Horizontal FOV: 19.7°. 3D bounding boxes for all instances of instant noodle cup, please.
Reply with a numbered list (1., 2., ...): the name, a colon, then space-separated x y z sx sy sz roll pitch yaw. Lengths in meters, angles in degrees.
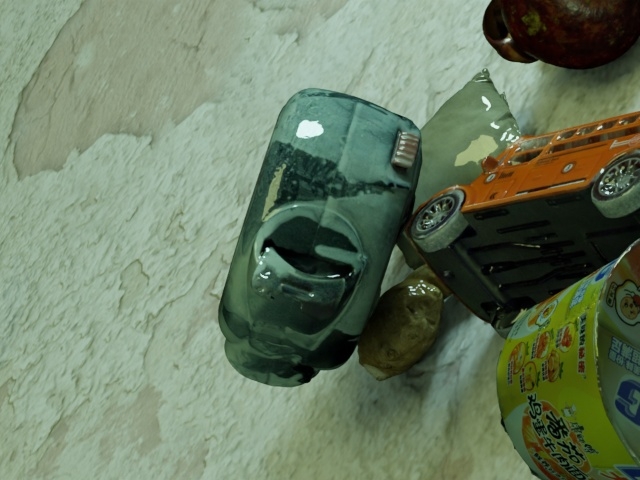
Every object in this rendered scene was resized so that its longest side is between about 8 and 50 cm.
1. instant noodle cup: 0.239 0.106 1.373 0.153 0.205 0.205 -27 38 57

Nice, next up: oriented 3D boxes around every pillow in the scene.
1. pillow: 0.132 -0.067 1.814 0.181 0.078 0.134 -45 37 17

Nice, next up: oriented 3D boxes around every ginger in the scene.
1. ginger: 0.094 0.064 1.739 0.165 0.067 0.096 -48 7 14

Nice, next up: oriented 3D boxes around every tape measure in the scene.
1. tape measure: 0.000 0.000 1.695 0.256 0.147 0.275 111 177 -60

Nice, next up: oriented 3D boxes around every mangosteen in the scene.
1. mangosteen: 0.237 -0.241 1.779 0.181 0.156 0.146 -128 40 -77

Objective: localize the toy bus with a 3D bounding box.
1. toy bus: 0.230 -0.021 1.558 0.329 0.143 0.153 -13 36 51
